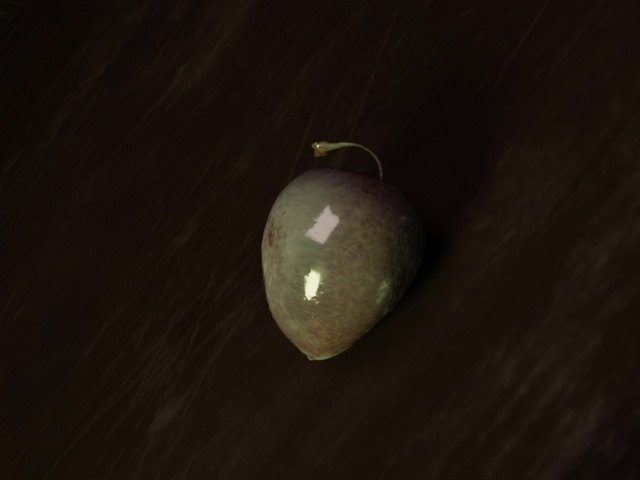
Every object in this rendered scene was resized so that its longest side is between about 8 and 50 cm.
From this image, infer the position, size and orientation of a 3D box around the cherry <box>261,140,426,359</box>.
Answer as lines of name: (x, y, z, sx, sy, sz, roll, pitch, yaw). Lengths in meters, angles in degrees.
cherry: (0.001, 0.007, 0.684, 0.188, 0.115, 0.148, 18, 114, 60)
